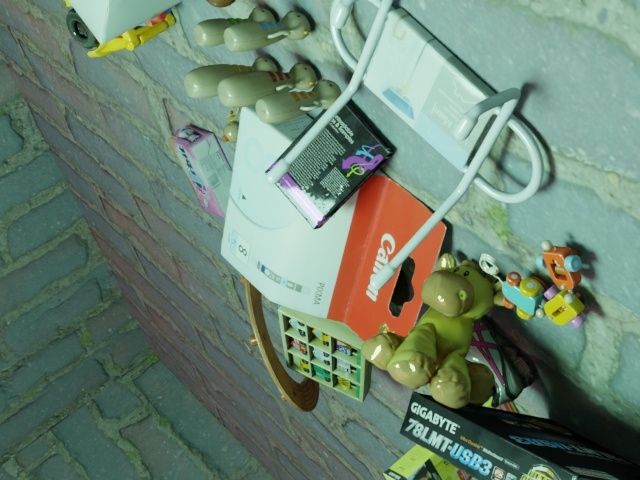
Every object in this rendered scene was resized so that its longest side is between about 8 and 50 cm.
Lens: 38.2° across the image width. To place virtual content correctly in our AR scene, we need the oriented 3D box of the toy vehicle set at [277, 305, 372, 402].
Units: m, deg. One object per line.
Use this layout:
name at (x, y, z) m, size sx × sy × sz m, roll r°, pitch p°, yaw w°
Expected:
toy vehicle set at (0.012, 0.200, 1.668) m, size 0.166 × 0.035 × 0.267 m, roll 23°, pitch 154°, yaw 14°

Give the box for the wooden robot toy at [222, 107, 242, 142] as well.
wooden robot toy at (-0.130, -0.184, 1.602) m, size 0.173 × 0.079 × 0.076 m, roll 37°, pitch 153°, yaw 39°

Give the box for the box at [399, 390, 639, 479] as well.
box at (0.303, 0.295, 1.206) m, size 0.295 × 0.073 × 0.293 m, roll 18°, pitch 180°, yaw -34°

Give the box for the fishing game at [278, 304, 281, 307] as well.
fishing game at (-0.042, 0.128, 1.714) m, size 0.189 × 0.041 × 0.264 m, roll 41°, pitch 153°, yaw 18°

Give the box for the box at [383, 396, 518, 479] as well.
box at (0.213, 0.332, 1.458) m, size 0.058 × 0.232 × 0.087 m, roll 8°, pitch 130°, yaw 62°

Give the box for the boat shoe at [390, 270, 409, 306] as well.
boat shoe at (0.101, 0.052, 1.529) m, size 0.135 × 0.050 × 0.045 m, roll 59°, pitch 164°, yaw 14°

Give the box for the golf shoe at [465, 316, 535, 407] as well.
golf shoe at (0.227, 0.162, 1.373) m, size 0.186 × 0.086 × 0.067 m, roll 46°, pitch 161°, yaw 23°

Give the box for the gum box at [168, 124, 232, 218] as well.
gum box at (-0.235, -0.145, 1.911) m, size 0.107 × 0.062 × 0.188 m, roll 24°, pitch 145°, yaw 52°

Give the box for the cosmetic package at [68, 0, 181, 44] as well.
cosmetic package at (-0.359, -0.513, 1.416) m, size 0.365 × 0.197 × 0.155 m, roll 51°, pitch 158°, yaw 3°

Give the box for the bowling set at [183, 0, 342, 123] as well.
bowling set at (-0.078, -0.284, 1.298) m, size 0.287 × 0.154 × 0.200 m, roll 30°, pitch 130°, yaw 49°

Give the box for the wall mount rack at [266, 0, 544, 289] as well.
wall mount rack at (0.081, -0.125, 1.108) m, size 0.350 × 0.130 × 0.304 m, roll 46°, pitch 142°, yaw 19°

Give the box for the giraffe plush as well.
giraffe plush at (0.178, 0.111, 1.264) m, size 0.181 × 0.170 × 0.210 m, roll 25°, pitch -170°, yaw 15°

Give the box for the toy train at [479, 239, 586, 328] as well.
toy train at (0.277, 0.045, 1.144) m, size 0.125 × 0.046 × 0.166 m, roll 61°, pitch 155°, yaw -14°

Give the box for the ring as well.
ring at (-0.083, 0.188, 1.878) m, size 0.336 × 0.032 × 0.337 m, roll -20°, pitch -90°, yaw -77°

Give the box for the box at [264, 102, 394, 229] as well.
box at (0.012, -0.112, 1.334) m, size 0.116 × 0.162 × 0.029 m, roll 50°, pitch -158°, yaw 11°

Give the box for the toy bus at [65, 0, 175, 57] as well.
toy bus at (-0.350, -0.440, 1.609) m, size 0.211 × 0.149 × 0.220 m, roll 9°, pitch 131°, yaw 44°

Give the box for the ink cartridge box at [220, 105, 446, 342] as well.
ink cartridge box at (0.000, 0.000, 1.456) m, size 0.385 × 0.091 × 0.308 m, roll 42°, pitch 135°, yaw 32°
